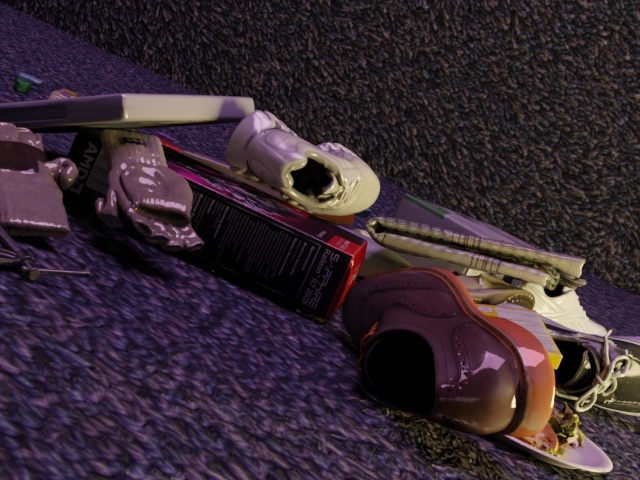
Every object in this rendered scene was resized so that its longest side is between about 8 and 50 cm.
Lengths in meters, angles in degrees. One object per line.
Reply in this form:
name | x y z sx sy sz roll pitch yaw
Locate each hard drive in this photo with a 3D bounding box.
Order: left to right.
hard drive | 0.000 0.000 1.845 0.308 0.040 0.203 20 9 -30

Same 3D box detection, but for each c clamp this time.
c clamp | -0.309 -0.002 1.080 0.137 0.022 0.161 8 19 -45

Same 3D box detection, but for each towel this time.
towel | 0.245 0.032 1.800 0.324 0.056 0.312 12 -4 12

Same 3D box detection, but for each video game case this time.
video game case | -0.289 -0.160 1.507 0.300 0.036 0.329 -1 6 23

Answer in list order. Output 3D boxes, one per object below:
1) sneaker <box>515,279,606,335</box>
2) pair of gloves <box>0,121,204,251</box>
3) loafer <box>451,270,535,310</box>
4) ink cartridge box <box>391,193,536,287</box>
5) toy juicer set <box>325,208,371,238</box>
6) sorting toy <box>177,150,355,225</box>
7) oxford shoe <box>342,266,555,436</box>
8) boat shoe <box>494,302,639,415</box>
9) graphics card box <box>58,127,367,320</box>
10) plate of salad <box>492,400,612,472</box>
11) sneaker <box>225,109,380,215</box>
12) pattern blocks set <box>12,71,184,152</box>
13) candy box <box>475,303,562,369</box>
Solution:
sneaker | 0.414 0.120 1.985 0.232 0.115 0.090 18 11 -36
pair of gloves | -0.258 -0.058 1.269 0.240 0.042 0.204 1 35 -33
loafer | 0.217 0.090 1.676 0.092 0.102 0.268 37 15 34
ink cartridge box | 0.281 0.033 2.133 0.289 0.121 0.211 16 12 -46
toy juicer set | 0.005 -0.076 2.153 0.329 0.089 0.209 25 8 5
sorting toy | -0.098 -0.092 1.930 0.307 0.041 0.229 19 -2 -9
oxford shoe | 0.088 0.100 1.202 0.133 0.129 0.364 1 8 -23
boat shoe | 0.357 0.167 1.558 0.306 0.113 0.105 23 15 0
graphics card box | -0.126 -0.028 1.485 0.371 0.094 0.233 24 7 5
plate of salad | 0.228 0.190 1.271 0.200 0.048 0.200 23 8 -4
sneaker | -0.001 -0.080 1.583 0.118 0.110 0.292 32 9 36
pattern blocks set | -0.423 -0.244 2.222 0.325 0.026 0.285 21 9 -21
candy box | 0.189 0.113 1.461 0.206 0.027 0.105 7 31 -13
